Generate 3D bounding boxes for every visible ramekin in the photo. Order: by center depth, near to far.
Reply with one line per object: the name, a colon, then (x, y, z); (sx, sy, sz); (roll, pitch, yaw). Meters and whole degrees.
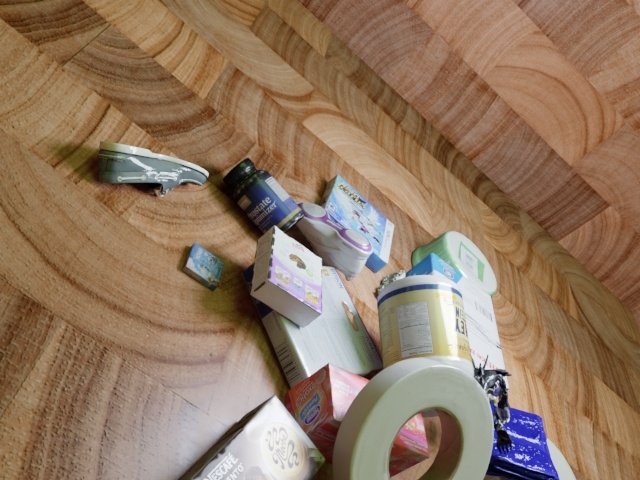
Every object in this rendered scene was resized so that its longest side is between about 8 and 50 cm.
ramekin: (0.476, 0.112, 2.425); (0.303, 0.148, 0.303); (33, 33, -26)

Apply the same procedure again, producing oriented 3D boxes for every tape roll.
tape roll: (0.204, 0.445, 1.474); (0.392, 0.392, 0.072); (29, -8, -31)

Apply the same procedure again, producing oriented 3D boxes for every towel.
towel: (0.511, 0.533, 1.843); (0.227, 0.076, 0.308); (20, 18, 1)

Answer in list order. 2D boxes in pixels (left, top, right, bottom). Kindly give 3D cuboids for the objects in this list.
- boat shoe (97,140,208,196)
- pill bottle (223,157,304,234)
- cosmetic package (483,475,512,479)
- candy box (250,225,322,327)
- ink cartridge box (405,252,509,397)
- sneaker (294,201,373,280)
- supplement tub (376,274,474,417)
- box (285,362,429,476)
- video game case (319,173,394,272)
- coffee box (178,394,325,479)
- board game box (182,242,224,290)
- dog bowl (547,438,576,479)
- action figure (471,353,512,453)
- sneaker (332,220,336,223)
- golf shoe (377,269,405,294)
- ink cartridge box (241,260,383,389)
boat shoe: (-0.399, -0.159, 1.661); (0.319, 0.116, 0.099); (12, 89, -56)
pill bottle: (-0.156, -0.111, 1.868); (0.219, 0.123, 0.123); (48, 30, -1)
cosmetic package: (0.524, 0.720, 1.831); (0.160, 0.113, 0.309); (-9, 63, -56)
candy box: (-0.077, 0.085, 1.658); (0.165, 0.070, 0.196); (36, 32, -26)
ink cartridge box: (0.396, 0.276, 2.113); (0.285, 0.166, 0.395); (35, 32, -22)
sneaker: (0.000, 0.000, 1.971); (0.305, 0.152, 0.114); (37, 31, 26)
supplement tub: (0.267, 0.272, 1.772); (0.228, 0.228, 0.316); (23, 52, -38)
box: (0.082, 0.413, 1.556); (0.300, 0.154, 0.142); (31, 36, -31)
video game case: (0.116, -0.058, 2.233); (0.269, 0.061, 0.244); (41, 30, -14)
coffee box: (-0.137, 0.439, 1.265); (0.168, 0.119, 0.297); (52, 30, 3)
board game box: (-0.272, 0.061, 1.620); (0.090, 0.020, 0.090); (35, 33, -20)
dog bowl: (0.632, 0.694, 2.010); (0.265, 0.104, 0.265); (33, 34, -25)
action figure: (0.421, 0.426, 1.810); (0.164, 0.141, 0.276); (4, 32, 6)
sneaker: (0.061, 0.010, 2.100); (0.162, 0.063, 0.073); (57, 15, 2)
golf shoe: (0.230, 0.154, 2.157); (0.086, 0.069, 0.176); (64, 32, -12)
ink cartridge box: (-0.014, 0.208, 1.748); (0.330, 0.071, 0.324); (9, 48, -53)
